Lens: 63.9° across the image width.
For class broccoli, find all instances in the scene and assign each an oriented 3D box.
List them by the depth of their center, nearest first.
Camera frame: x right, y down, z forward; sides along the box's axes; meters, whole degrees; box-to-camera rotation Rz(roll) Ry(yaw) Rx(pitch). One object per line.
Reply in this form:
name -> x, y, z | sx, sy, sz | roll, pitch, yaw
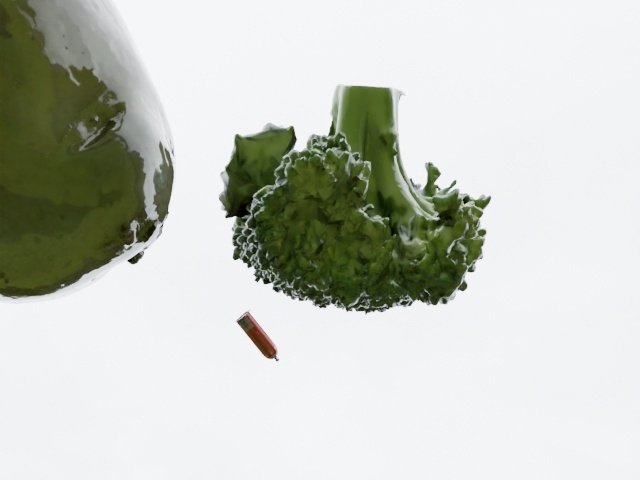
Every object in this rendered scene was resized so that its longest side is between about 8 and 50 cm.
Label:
broccoli -> 0.048, -0.032, 0.661 | 0.338, 0.277, 0.317 | -27, -74, -6

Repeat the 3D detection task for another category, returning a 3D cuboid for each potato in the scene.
potato -> -0.244, -0.108, 0.342 | 0.243, 0.221, 0.326 | -18, -75, 16

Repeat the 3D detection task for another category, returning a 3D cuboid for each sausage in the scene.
sausage -> -0.148, 0.239, 1.260 | 0.048, 0.050, 0.145 | -38, -87, 24
